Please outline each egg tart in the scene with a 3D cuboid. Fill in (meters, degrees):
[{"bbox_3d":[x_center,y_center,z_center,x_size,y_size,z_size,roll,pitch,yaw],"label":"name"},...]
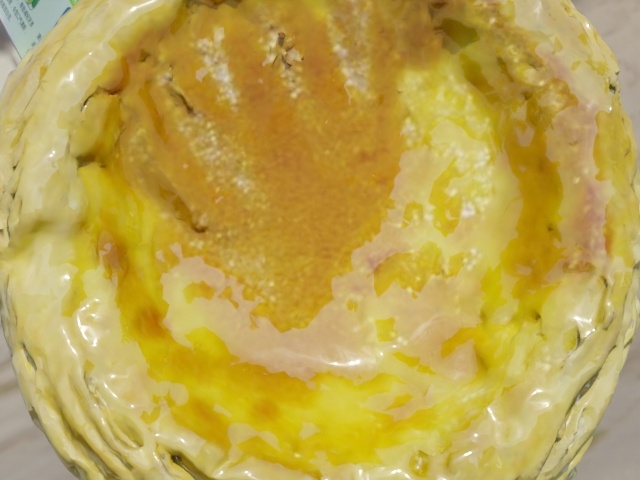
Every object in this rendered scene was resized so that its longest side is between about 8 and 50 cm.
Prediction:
[{"bbox_3d":[0.000,0.000,0.906,0.388,0.388,0.169,-27,1,-13],"label":"egg tart"}]

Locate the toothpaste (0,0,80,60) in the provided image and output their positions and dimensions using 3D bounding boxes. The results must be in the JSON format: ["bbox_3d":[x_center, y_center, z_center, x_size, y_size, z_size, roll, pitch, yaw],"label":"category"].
[{"bbox_3d":[-0.215,-0.215,1.225,0.067,0.336,0.081,19,-62,-44],"label":"toothpaste"}]
